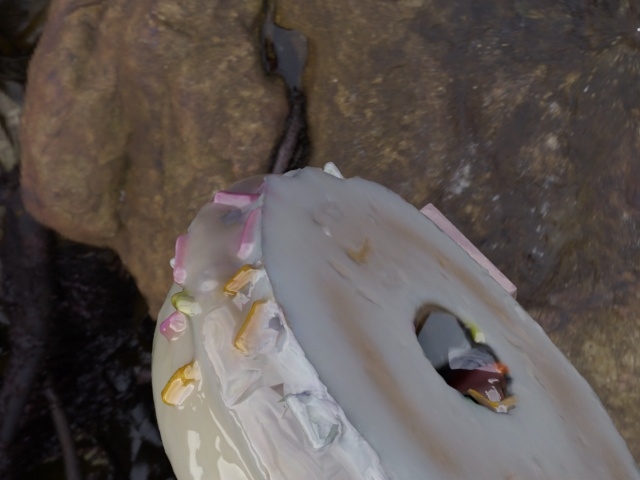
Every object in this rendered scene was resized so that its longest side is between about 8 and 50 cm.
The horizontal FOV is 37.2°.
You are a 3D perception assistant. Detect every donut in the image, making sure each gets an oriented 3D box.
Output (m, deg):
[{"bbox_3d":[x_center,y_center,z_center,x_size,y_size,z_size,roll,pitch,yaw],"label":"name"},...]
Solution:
[{"bbox_3d":[0.050,0.115,0.601,0.382,0.382,0.142,46,112,4],"label":"donut"}]

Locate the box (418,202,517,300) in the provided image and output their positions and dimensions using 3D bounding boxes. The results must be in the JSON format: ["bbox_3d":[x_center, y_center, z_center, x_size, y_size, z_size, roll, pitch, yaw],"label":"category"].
[{"bbox_3d":[0.232,0.068,1.635,0.086,0.215,0.215,-40,69,-6],"label":"box"}]
